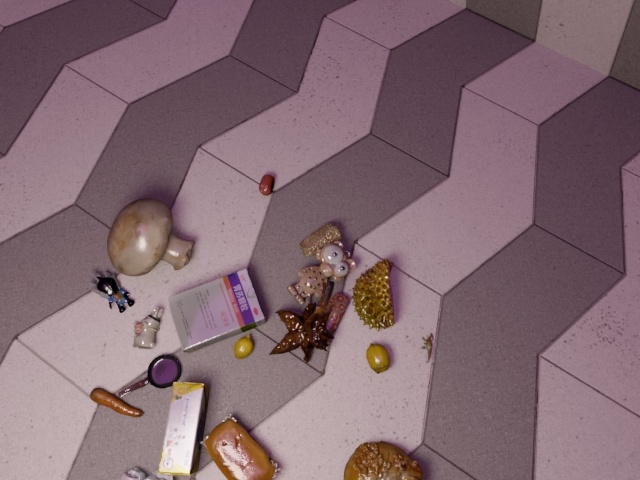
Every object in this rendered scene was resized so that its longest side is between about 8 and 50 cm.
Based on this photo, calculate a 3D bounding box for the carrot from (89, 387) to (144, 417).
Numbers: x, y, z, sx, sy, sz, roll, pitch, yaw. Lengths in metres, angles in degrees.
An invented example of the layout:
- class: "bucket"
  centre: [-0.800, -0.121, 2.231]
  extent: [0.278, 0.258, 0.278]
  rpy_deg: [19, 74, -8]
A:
- class: "carrot"
  centre: [-0.678, 0.544, 1.467]
  extent: [0.191, 0.047, 0.047]
  rpy_deg: [23, 67, 6]

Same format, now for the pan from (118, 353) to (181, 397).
- class: "pan"
  centre: [-0.578, 0.475, 1.503]
  extent: [0.212, 0.040, 0.115]
  rpy_deg: [-28, 71, -22]

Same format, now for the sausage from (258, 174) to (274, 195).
- class: "sausage"
  centre: [-0.223, -0.229, 1.824]
  extent: [0.054, 0.059, 0.094]
  rpy_deg: [11, 65, 2]

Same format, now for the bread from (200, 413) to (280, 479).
- class: "bread"
  centre: [-0.254, 0.685, 1.395]
  extent: [0.241, 0.107, 0.136]
  rpy_deg: [43, 68, 14]

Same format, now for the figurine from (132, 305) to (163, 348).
- class: "figurine"
  centre: [-0.619, 0.304, 1.555]
  extent: [0.098, 0.081, 0.146]
  rpy_deg: [3, 66, -1]

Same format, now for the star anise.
- class: "star anise"
  centre: [-0.048, 0.279, 1.531]
  extent: [0.237, 0.148, 0.346]
  rpy_deg: [45, 111, 23]

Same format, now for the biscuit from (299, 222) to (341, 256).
- class: "biscuit"
  centre: [0.000, 0.000, 1.727]
  extent: [0.168, 0.082, 0.070]
  rpy_deg: [-34, 115, -15]

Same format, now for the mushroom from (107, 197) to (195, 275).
- class: "mushroom"
  centre: [-0.617, 0.002, 1.622]
  extent: [0.290, 0.298, 0.297]
  rpy_deg: [26, 61, -32]

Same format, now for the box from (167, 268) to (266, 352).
- class: "box"
  centre: [-0.368, 0.252, 1.578]
  extent: [0.300, 0.106, 0.200]
  rpy_deg: [-20, 71, -10]

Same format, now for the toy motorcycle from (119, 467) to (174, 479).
- class: "toy motorcycle"
  centre: [-0.499, 0.766, 1.338]
  extent: [0.254, 0.112, 0.112]
  rpy_deg: [15, 66, 9]

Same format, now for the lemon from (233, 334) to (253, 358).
- class: "lemon"
  centre: [-0.270, 0.375, 1.553]
  extent: [0.065, 0.065, 0.092]
  rpy_deg: [24, 69, 7]

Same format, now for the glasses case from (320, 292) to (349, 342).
- class: "glasses case"
  centre: [0.041, 0.279, 1.619]
  extent: [0.073, 0.049, 0.194]
  rpy_deg: [25, 67, 8]

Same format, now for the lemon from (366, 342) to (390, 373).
- class: "lemon"
  centre: [0.202, 0.411, 1.553]
  extent: [0.082, 0.082, 0.110]
  rpy_deg: [-13, 62, -8]

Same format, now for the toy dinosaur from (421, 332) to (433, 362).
- class: "toy dinosaur"
  centre: [0.387, 0.387, 1.602]
  extent: [0.041, 0.026, 0.113]
  rpy_deg: [26, 57, -10]

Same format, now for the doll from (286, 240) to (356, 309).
- class: "doll"
  centre: [0.007, 0.129, 1.652]
  extent: [0.154, 0.119, 0.278]
  rpy_deg: [43, 77, -1]

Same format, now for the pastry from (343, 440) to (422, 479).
- class: "pastry"
  centre: [0.188, 0.782, 1.347]
  extent: [0.255, 0.162, 0.310]
  rpy_deg: [6, 65, 2]

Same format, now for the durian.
- class: "durian"
  centre: [0.199, 0.198, 1.638]
  extent: [0.187, 0.154, 0.260]
  rpy_deg: [-21, 59, 15]

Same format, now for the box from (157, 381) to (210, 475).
- class: "box"
  centre: [-0.426, 0.592, 1.396]
  extent: [0.097, 0.168, 0.265]
  rpy_deg: [5, 65, -4]

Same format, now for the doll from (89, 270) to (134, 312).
- class: "doll"
  centre: [-0.769, 0.179, 1.611]
  extent: [0.195, 0.070, 0.096]
  rpy_deg: [42, 55, 7]
